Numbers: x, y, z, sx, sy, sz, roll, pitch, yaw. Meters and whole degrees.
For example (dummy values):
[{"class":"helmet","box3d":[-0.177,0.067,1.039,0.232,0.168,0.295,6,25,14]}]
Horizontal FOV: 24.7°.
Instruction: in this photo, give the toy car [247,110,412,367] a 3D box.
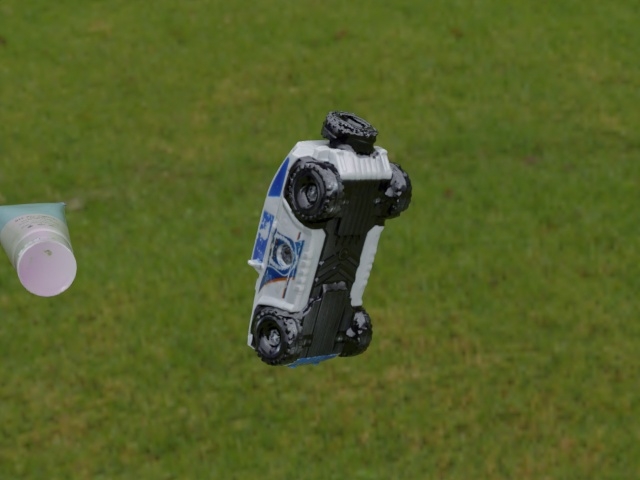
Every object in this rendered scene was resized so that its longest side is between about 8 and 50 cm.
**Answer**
[{"class":"toy car","box3d":[0.000,0.000,0.960,0.080,0.170,0.070,-4,25,-43]}]

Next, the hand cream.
[{"class":"hand cream","box3d":[-0.357,-0.003,1.813,0.111,0.070,0.312,-4,14,-14]}]
